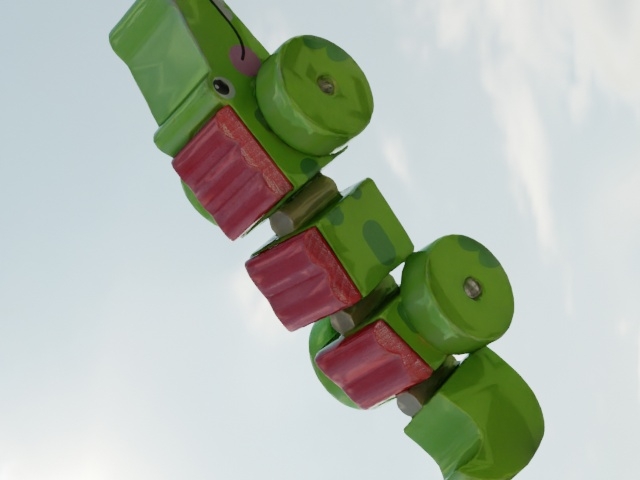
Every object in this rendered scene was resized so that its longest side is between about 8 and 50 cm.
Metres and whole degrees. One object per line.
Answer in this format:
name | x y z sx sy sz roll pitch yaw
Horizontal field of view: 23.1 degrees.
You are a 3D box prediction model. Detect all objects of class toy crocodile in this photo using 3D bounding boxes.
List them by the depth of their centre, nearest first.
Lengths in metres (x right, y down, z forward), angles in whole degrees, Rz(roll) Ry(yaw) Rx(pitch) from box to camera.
toy crocodile | 0.000 0.000 0.867 0.340 0.115 0.105 53 -137 -2
